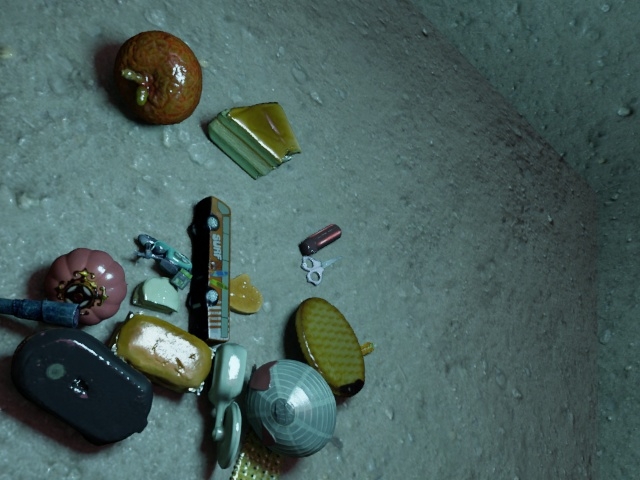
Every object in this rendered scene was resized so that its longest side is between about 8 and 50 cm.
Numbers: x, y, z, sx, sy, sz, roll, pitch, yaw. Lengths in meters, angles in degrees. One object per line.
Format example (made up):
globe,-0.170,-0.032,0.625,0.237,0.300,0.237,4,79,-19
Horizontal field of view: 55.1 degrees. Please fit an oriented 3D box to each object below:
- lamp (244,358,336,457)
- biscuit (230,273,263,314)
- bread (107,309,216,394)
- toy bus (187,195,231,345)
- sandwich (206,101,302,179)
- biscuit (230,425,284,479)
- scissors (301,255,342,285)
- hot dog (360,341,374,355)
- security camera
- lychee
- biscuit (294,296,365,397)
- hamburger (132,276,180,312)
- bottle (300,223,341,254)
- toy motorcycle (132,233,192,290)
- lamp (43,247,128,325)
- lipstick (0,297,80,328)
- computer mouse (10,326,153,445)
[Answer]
lamp,-0.080,0.429,1.587,0.233,0.233,0.265,-6,70,-42
biscuit,-0.225,0.149,1.737,0.140,0.023,0.118,28,54,-28
bread,-0.382,0.273,1.479,0.241,0.107,0.136,30,55,-22
toy bus,-0.300,0.080,1.658,0.092,0.093,0.409,20,59,-43
sandwich,-0.201,-0.295,1.870,0.227,0.155,0.198,-19,84,-44
biscuit,-0.161,0.598,1.589,0.144,0.016,0.203,35,50,-24
scissors,0.012,0.079,1.984,0.189,0.015,0.100,-22,83,-46
hot dog,0.139,0.350,1.965,0.083,0.021,0.037,-11,58,-41
security camera,-0.242,0.405,1.518,0.080,0.157,0.302,12,62,-22
lychee,-0.439,-0.442,1.672,0.255,0.255,0.300,51,14,-11
biscuit,0.029,0.311,1.807,0.318,0.040,0.318,44,28,-31
hamburger,-0.412,0.134,1.564,0.121,0.054,0.084,24,52,-34
bottle,0.000,0.000,1.979,0.164,0.060,0.060,-30,91,-44
toy motorcycle,-0.406,0.047,1.586,0.173,0.058,0.100,40,15,-12
lamp,-0.534,0.103,1.402,0.182,0.140,0.182,-2,104,-10
lipstick,-0.638,0.141,1.304,0.234,0.053,0.053,11,60,-7
computer mouse,-0.511,0.311,1.328,0.183,0.116,0.323,-48,113,-9
